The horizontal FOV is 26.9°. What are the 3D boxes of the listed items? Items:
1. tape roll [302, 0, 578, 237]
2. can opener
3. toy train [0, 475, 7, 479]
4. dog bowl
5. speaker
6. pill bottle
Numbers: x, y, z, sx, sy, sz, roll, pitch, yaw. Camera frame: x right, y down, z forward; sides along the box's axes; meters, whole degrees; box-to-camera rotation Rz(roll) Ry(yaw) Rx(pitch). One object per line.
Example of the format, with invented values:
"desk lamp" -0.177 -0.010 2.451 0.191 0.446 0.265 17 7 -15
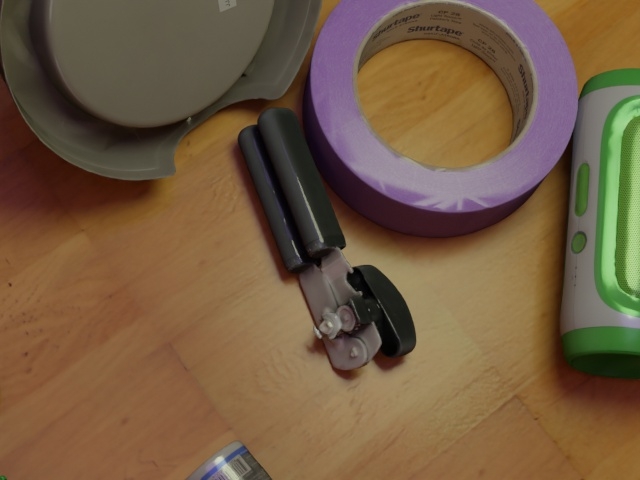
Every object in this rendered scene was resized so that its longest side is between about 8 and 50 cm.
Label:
"tape roll" 0.121 -0.145 1.385 0.275 0.090 0.275 2 72 -5
"can opener" 0.000 0.000 1.345 0.093 0.074 0.280 -13 74 -46
"toy train" -0.282 0.238 1.257 0.083 0.017 0.023 17 81 -1
"dog bowl" -0.162 -0.235 1.268 0.349 0.349 0.102 -39 46 -16
"speaker" 0.310 -0.017 1.347 0.131 0.131 0.296 8 72 -4
"pill bottle" -0.063 0.261 1.243 0.078 0.078 0.137 -38 81 -16
